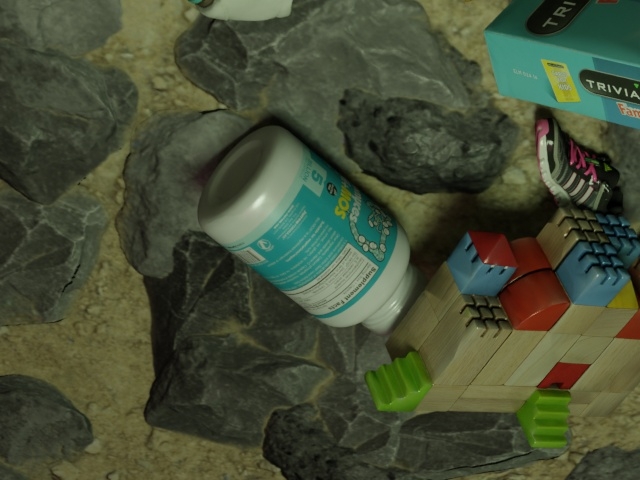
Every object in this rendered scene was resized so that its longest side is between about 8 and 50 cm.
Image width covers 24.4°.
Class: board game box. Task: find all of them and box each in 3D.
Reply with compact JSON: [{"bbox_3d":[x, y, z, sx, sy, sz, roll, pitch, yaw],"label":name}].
[{"bbox_3d":[0.349,-0.193,1.258,0.336,0.254,0.079,20,145,39],"label":"board game box"}]

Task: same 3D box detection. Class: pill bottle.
[{"bbox_3d":[0.000,0.000,1.669,0.264,0.146,0.146,39,127,-26],"label":"pill bottle"}]

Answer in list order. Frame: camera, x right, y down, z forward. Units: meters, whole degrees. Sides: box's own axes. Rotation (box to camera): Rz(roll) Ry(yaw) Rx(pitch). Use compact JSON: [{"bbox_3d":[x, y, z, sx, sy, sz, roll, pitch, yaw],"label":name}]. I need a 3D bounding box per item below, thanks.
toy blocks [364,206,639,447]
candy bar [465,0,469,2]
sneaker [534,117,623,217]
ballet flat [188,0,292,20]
[{"bbox_3d":[0.263,0.076,1.640,0.381,0.191,0.261,5,135,-31],"label":"toy blocks"},{"bbox_3d":[0.122,-0.301,1.454,0.040,0.018,0.161,-17,128,23],"label":"candy bar"},{"bbox_3d":[0.285,-0.077,1.611,0.074,0.063,0.170,-14,134,21],"label":"sneaker"},{"bbox_3d":[0.004,-0.349,1.370,0.139,0.139,0.400,26,136,-15],"label":"ballet flat"}]
